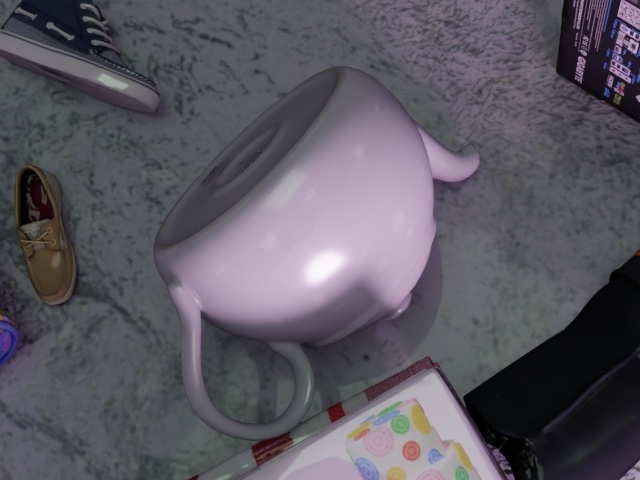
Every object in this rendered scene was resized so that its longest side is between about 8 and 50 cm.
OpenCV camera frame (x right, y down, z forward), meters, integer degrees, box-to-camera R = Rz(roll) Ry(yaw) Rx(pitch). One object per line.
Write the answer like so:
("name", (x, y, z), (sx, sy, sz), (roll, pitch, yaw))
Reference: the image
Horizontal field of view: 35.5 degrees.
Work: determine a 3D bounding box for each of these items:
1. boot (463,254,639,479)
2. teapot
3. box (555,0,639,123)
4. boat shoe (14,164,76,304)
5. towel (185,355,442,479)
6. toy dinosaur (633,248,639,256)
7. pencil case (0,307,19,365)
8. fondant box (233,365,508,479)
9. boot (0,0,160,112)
("boot", (0.255, 0.155, 0.774), (0.207, 0.094, 0.246), (-41, 65, -8))
("teapot", (0.000, 0.000, 0.813), (0.256, 0.252, 0.187), (-37, 108, 18))
("box", (0.321, -0.133, 0.746), (0.293, 0.295, 0.073), (35, 84, 17))
("boat shoe", (-0.262, -0.007, 0.929), (0.050, 0.045, 0.135), (-18, 72, 3))
("towel", (-0.003, 0.268, 0.779), (0.329, 0.037, 0.237), (-28, 81, 6))
("toy dinosaur", (0.304, 0.000, 0.855), (0.082, 0.047, 0.090), (-15, 39, 13))
("pencil case", (-0.381, -0.012, 0.907), (0.119, 0.133, 0.306), (-18, 69, -32))
("fondant box", (0.064, 0.288, 0.699), (0.238, 0.096, 0.330), (-31, 81, 6))
("boot", (-0.224, -0.191, 0.965), (0.190, 0.069, 0.086), (23, 81, 16))
